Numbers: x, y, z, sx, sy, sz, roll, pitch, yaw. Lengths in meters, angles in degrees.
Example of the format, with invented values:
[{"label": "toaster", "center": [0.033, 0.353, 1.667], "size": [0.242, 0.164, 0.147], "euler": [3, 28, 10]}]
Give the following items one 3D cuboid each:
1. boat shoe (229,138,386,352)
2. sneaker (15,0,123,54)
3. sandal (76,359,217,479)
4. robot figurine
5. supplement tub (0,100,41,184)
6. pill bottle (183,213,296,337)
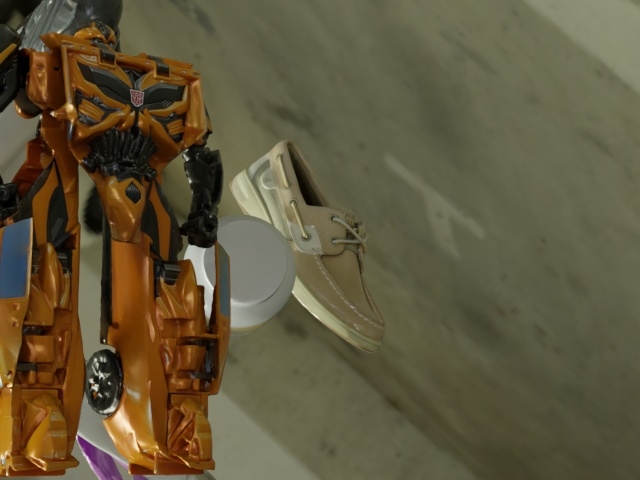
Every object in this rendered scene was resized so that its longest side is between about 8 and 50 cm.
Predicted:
[{"label": "boat shoe", "center": [0.000, 0.000, 1.585], "size": [0.109, 0.098, 0.302], "euler": [32, -161, -49]}, {"label": "sneaker", "center": [-0.155, -0.133, 1.032], "size": [0.132, 0.086, 0.229], "euler": [28, 166, -21]}, {"label": "sandal", "center": [-0.192, 0.226, 1.365], "size": [0.416, 0.102, 0.169], "euler": [49, 175, -35]}, {"label": "robot figurine", "center": [-0.134, 0.000, 0.859], "size": [0.211, 0.291, 0.085], "euler": [7, 167, -41]}, {"label": "supplement tub", "center": [-0.420, -0.117, 1.195], "size": [0.316, 0.228, 0.228], "euler": [38, 172, -4]}, {"label": "pill bottle", "center": [-0.077, 0.032, 1.270], "size": [0.103, 0.103, 0.184], "euler": [44, 168, 0]}]
